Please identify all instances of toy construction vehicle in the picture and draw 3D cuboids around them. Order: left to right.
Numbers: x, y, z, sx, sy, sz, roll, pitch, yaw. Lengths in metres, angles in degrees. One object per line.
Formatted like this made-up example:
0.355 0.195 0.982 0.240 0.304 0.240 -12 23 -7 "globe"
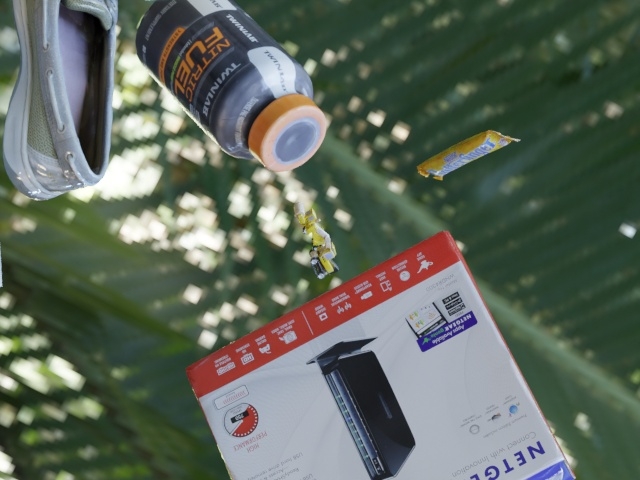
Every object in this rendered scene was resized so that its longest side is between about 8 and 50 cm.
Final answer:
0.000 0.000 2.355 0.035 0.098 0.086 -21 -147 8 "toy construction vehicle"

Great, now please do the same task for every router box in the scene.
0.062 0.197 2.016 0.335 0.301 0.082 -29 152 4 "router box"

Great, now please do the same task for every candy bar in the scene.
0.166 -0.099 2.111 0.161 0.040 0.018 -26 -124 56 "candy bar"

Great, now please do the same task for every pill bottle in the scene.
-0.095 -0.179 2.078 0.246 0.130 0.130 46 -66 36 "pill bottle"

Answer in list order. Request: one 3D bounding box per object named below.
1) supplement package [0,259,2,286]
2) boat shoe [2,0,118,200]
-0.448 -0.069 1.952 0.262 0.145 0.204 63 19 -70 "supplement package"
-0.253 -0.199 1.916 0.103 0.118 0.320 -8 -114 34 "boat shoe"
